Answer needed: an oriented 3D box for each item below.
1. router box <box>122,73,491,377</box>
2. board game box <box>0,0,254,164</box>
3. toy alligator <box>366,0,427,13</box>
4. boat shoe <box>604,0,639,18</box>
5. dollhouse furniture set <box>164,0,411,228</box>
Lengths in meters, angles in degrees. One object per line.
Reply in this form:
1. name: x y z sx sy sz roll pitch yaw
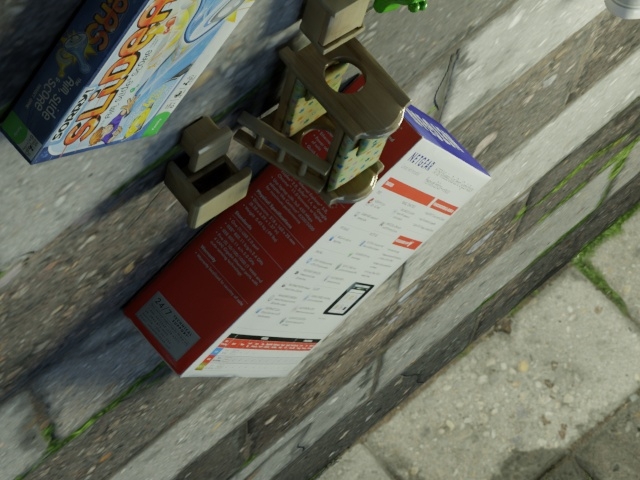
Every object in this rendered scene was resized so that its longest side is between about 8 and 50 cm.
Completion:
1. router box: 0.000 0.000 1.755 0.301 0.082 0.335 -44 166 8
2. board game box: -0.099 -0.137 1.155 0.201 0.035 0.136 -50 165 30
3. toy alligator: 0.074 -0.200 1.410 0.056 0.051 0.190 -22 155 -55
4. boat shoe: 0.360 -0.294 1.908 0.184 0.066 0.063 -34 150 -23
5. dollhouse furniture set: -0.020 -0.084 1.388 0.161 0.101 0.182 -34 164 -23
